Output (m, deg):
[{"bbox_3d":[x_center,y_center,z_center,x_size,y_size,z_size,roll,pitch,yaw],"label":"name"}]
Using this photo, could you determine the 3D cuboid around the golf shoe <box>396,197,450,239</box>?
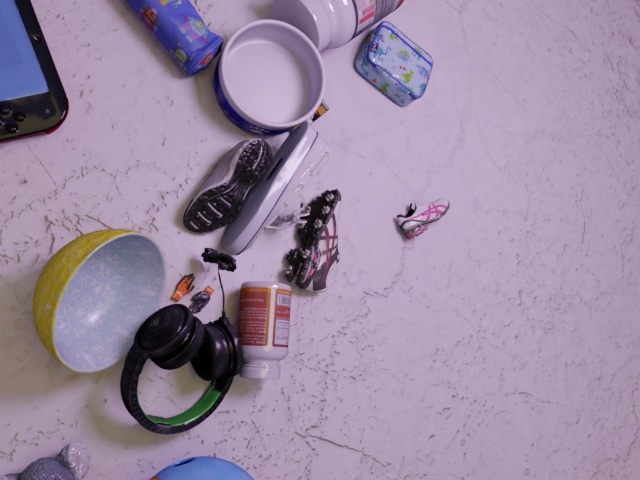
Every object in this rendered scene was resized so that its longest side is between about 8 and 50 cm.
[{"bbox_3d":[0.298,-0.082,1.631,0.186,0.067,0.086,-35,96,-28],"label":"golf shoe"}]

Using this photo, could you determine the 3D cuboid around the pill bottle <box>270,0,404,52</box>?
[{"bbox_3d":[0.054,-0.645,1.524,0.363,0.210,0.210,-43,101,-28],"label":"pill bottle"}]

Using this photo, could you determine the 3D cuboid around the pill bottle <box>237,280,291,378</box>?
[{"bbox_3d":[-0.132,0.208,1.317,0.121,0.121,0.216,9,77,-26],"label":"pill bottle"}]

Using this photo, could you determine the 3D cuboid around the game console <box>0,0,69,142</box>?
[{"bbox_3d":[-0.730,-0.370,1.142,0.342,0.060,0.387,-21,90,-30],"label":"game console"}]

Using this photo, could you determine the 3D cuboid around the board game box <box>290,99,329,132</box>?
[{"bbox_3d":[-0.100,-0.415,1.504,0.136,0.030,0.260,-43,102,-25],"label":"board game box"}]

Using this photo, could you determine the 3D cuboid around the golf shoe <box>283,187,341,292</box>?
[{"bbox_3d":[0.000,0.000,1.455,0.120,0.105,0.273,34,70,-38],"label":"golf shoe"}]

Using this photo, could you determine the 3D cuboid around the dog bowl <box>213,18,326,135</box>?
[{"bbox_3d":[-0.126,-0.398,1.411,0.265,0.104,0.265,2,85,-22],"label":"dog bowl"}]

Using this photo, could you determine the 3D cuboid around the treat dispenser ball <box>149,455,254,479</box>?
[{"bbox_3d":[-0.236,0.570,1.099,0.288,0.288,0.288,5,78,-27],"label":"treat dispenser ball"}]

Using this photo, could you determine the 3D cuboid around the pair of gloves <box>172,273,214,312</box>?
[{"bbox_3d":[-0.293,0.122,1.311,0.083,0.010,0.074,41,64,-19],"label":"pair of gloves"}]

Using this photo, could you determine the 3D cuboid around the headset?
[{"bbox_3d":[-0.284,0.210,1.229,0.243,0.185,0.394,29,83,-43],"label":"headset"}]

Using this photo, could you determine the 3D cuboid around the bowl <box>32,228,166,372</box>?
[{"bbox_3d":[-0.460,0.097,1.124,0.156,0.289,0.289,20,65,21],"label":"bowl"}]

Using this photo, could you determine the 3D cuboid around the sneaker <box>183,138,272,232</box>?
[{"bbox_3d":[-0.225,-0.130,1.354,0.271,0.108,0.100,-51,124,-10],"label":"sneaker"}]

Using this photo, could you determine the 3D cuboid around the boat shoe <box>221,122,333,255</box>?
[{"bbox_3d":[-0.084,-0.096,1.386,0.156,0.136,0.367,39,75,-27],"label":"boat shoe"}]

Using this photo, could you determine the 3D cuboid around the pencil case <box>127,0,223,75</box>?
[{"bbox_3d":[-0.357,-0.541,1.339,0.306,0.119,0.133,51,52,-11],"label":"pencil case"}]

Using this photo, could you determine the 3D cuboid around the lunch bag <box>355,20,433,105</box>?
[{"bbox_3d":[0.219,-0.518,1.660,0.219,0.090,0.176,34,64,-20],"label":"lunch bag"}]

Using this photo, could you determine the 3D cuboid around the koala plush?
[{"bbox_3d":[-0.496,0.507,1.060,0.196,0.203,0.221,-27,73,-17],"label":"koala plush"}]
